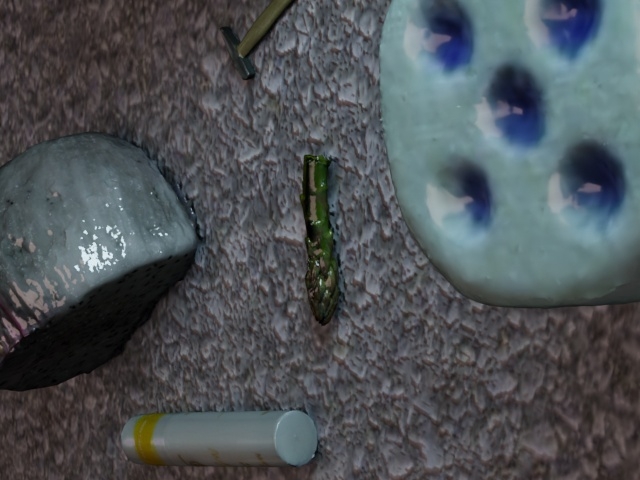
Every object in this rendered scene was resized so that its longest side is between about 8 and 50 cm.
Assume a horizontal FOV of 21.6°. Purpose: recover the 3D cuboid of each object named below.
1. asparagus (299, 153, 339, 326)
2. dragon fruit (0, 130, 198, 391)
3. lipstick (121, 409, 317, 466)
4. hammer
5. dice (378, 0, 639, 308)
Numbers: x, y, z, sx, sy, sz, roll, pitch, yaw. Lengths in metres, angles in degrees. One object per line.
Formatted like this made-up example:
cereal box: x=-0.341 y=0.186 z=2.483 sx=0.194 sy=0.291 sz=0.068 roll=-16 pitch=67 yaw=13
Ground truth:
asparagus: x=0.000 y=0.000 z=1.599 sx=0.036 sy=0.030 sz=0.165 roll=1 pitch=98 yaw=37
dragon fruit: x=-0.294 y=0.013 z=1.795 sx=0.283 sy=0.204 sz=0.221 roll=-44 pitch=65 yaw=42
lipstick: x=-0.108 y=0.205 z=1.738 sx=0.264 sy=0.059 sz=0.059 roll=-8 pitch=92 yaw=47
hammer: x=-0.036 y=-0.235 z=1.602 sx=0.199 sy=0.013 sz=0.062 roll=-46 pitch=65 yaw=42
dice: x=0.218 y=-0.100 z=1.165 sx=0.262 sy=0.268 sz=0.265 roll=-3 pitch=96 yaw=49
